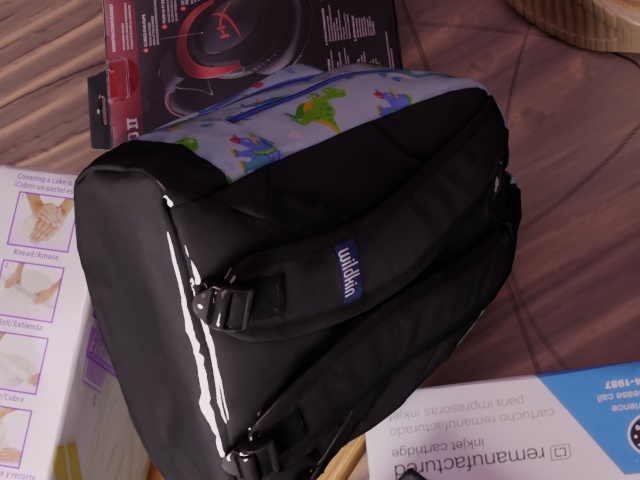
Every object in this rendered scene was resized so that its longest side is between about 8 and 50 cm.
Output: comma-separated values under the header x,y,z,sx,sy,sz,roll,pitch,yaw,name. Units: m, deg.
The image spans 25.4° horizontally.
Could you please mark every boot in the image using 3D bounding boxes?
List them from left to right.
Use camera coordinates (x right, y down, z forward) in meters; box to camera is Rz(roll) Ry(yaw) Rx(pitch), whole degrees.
x,y,z,sx,sy,sz,roll,pitch,yaw,name
0.304,-0.271,1.313,0.248,0.090,0.207,20,64,14,boot

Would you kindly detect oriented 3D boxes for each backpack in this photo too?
x,y,z,sx,sy,sz,roll,pitch,yaw,name
0.000,0.000,1.041,0.355,0.290,0.273,-27,29,-28,backpack

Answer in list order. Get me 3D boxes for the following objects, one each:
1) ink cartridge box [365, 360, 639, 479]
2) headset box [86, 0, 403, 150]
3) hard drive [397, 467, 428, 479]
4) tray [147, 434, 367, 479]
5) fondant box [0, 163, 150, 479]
x,y,z,sx,sy,sz,roll,pitch,yaw,name
0.194,0.306,1.053,0.285,0.166,0.395,-8,60,5,ink cartridge box
-0.070,-0.140,1.290,0.293,0.110,0.218,-8,72,4,headset box
0.083,0.236,1.001,0.135,0.022,0.094,37,74,26,hard drive
-0.113,0.222,1.205,0.202,0.076,0.411,31,78,15,tray
-0.198,0.138,1.078,0.096,0.238,0.330,6,74,10,fondant box
